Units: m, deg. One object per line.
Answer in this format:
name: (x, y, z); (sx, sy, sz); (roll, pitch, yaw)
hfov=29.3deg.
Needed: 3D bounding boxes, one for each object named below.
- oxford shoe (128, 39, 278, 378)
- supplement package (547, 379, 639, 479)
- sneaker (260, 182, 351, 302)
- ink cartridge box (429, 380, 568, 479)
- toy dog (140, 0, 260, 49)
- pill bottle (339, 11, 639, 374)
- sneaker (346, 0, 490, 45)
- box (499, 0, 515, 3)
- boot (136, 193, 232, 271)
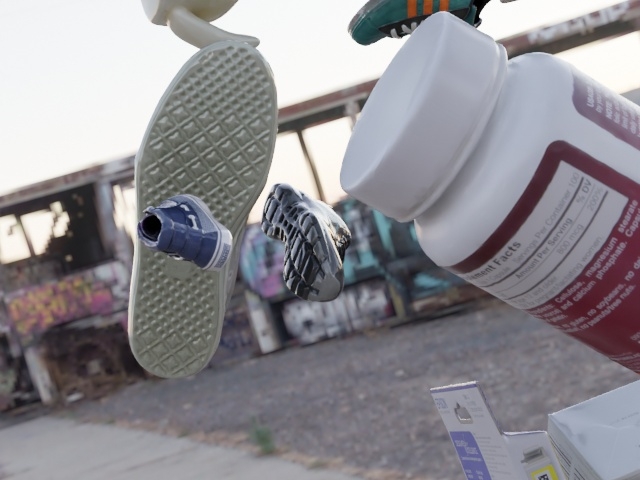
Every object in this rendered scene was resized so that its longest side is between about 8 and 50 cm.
oxford shoe: (-0.161, -0.043, 1.593); (0.169, 0.449, 0.130); (12, 16, -2)
supplement package: (0.447, 0.338, 1.786); (0.194, 0.203, 0.149); (-17, 40, -15)
sneaker: (0.000, 0.000, 1.668); (0.106, 0.101, 0.267); (15, 25, -23)
ink cartridge box: (0.252, 0.320, 1.582); (0.072, 0.307, 0.303); (-19, -6, -8)
toy dog: (-0.103, -0.491, 1.796); (0.408, 0.395, 0.284); (-24, -23, -25)
pill bottle: (0.230, -0.037, 1.157); (0.392, 0.224, 0.224); (29, -14, -13)
sneaker: (0.190, -0.380, 1.990); (0.302, 0.121, 0.108); (-28, -7, 15)
box: (0.220, -0.413, 1.411); (0.094, 0.275, 0.113); (-13, -35, 7)
boot: (-0.171, -0.021, 1.382); (0.086, 0.069, 0.190); (19, 3, -29)
